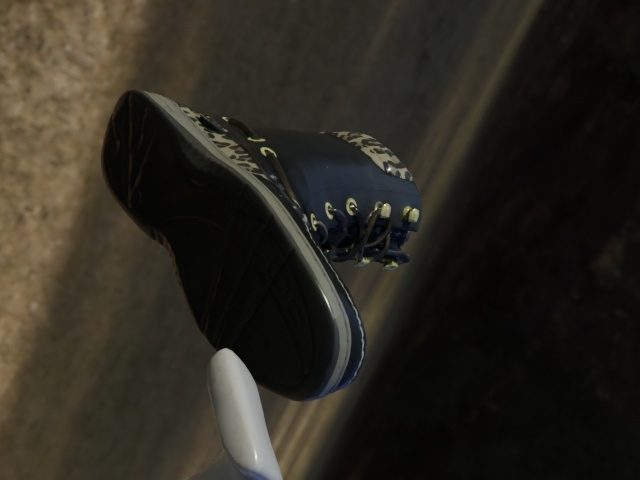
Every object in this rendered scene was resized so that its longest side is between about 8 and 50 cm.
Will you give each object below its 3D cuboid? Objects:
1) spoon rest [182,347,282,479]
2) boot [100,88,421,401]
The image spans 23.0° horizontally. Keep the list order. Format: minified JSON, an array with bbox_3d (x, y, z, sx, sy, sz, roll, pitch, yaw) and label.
[{"bbox_3d":[-0.134,0.138,0.654,0.276,0.137,0.084,-25,145,13],"label":"spoon rest"},{"bbox_3d":[0.000,-0.002,0.878,0.178,0.236,0.085,4,122,-41],"label":"boot"}]
